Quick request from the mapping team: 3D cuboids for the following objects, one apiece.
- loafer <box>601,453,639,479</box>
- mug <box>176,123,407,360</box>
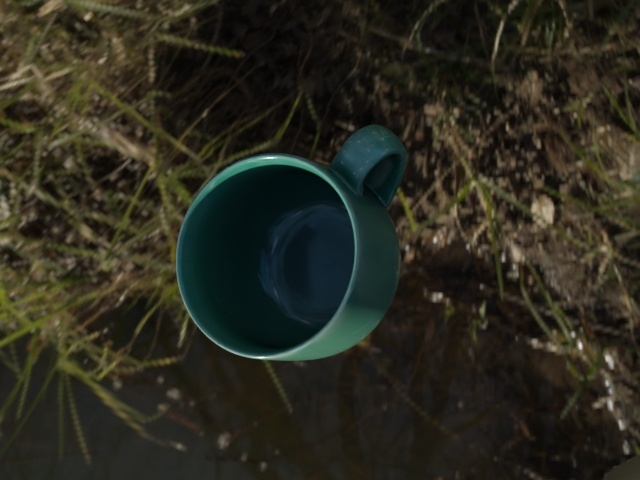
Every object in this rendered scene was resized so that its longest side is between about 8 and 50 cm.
[{"bbox_3d":[0.200,0.272,0.972,0.092,0.102,0.268,4,114,-35],"label":"loafer"},{"bbox_3d":[-0.002,0.010,0.822,0.158,0.097,0.129,-16,77,23],"label":"mug"}]
